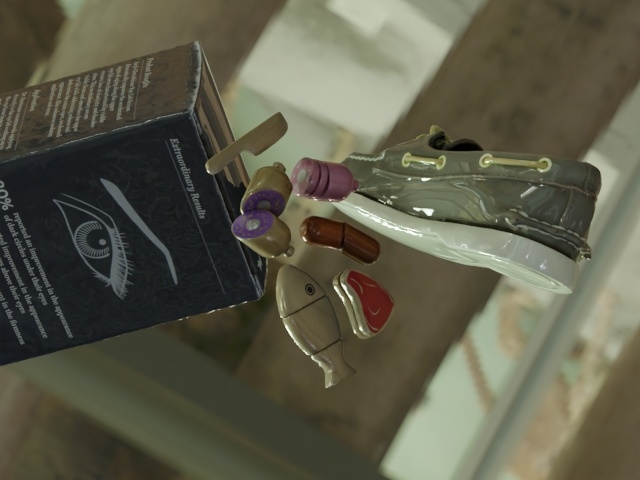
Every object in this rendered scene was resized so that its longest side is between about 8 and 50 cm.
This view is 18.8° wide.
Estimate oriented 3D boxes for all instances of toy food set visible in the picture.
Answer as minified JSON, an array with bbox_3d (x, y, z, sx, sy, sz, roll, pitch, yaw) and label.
[{"bbox_3d":[0.000,0.000,0.914,0.019,0.078,0.122,-23,102,49],"label":"toy food set"}]

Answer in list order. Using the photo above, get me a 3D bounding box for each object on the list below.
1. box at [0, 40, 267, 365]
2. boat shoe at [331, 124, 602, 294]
[{"bbox_3d":[-0.154,-0.023,1.295,0.108,0.207,0.153,-92,-14,-59],"label":"box"},{"bbox_3d":[0.104,-0.034,1.470,0.109,0.091,0.305,26,176,-32],"label":"boat shoe"}]
